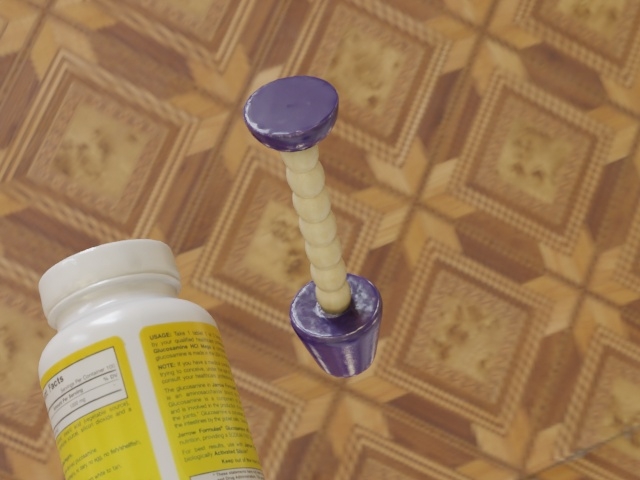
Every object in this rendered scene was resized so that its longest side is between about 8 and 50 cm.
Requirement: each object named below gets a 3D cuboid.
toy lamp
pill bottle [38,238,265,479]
[{"bbox_3d":[0.000,0.000,1.161,0.080,0.080,0.274,-31,135,-21],"label":"toy lamp"},{"bbox_3d":[-0.170,0.177,1.485,0.188,0.188,0.334,-11,70,-20],"label":"pill bottle"}]
